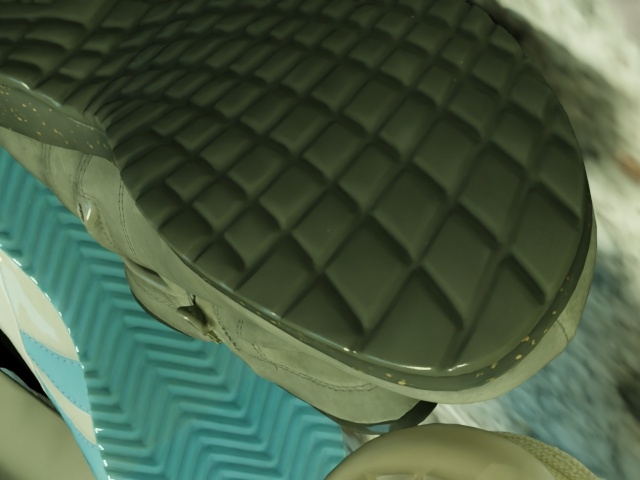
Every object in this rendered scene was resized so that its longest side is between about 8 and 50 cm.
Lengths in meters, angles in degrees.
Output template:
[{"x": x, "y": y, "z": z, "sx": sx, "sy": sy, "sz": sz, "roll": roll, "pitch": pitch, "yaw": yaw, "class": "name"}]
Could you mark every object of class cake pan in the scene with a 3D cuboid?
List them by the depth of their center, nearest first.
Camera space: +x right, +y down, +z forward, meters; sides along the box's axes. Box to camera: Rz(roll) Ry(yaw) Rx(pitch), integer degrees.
[{"x": -0.190, "y": 0.096, "z": 0.947, "sx": 0.293, "sy": 0.054, "sz": 0.293, "roll": 34, "pitch": 167, "yaw": 9, "class": "cake pan"}]

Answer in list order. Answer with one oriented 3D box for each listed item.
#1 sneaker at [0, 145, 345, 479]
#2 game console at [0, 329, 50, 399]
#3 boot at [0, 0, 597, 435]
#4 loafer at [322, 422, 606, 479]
[{"x": -0.067, "y": 0.029, "z": 0.637, "sx": 0.229, "sy": 0.087, "sz": 0.092, "roll": 59, "pitch": 167, "yaw": 2, "class": "sneaker"}, {"x": -0.228, "y": -0.100, "z": 0.813, "sx": 0.342, "sy": 0.060, "sz": 0.387, "roll": 22, "pitch": 146, "yaw": 45, "class": "game console"}, {"x": 0.000, "y": 0.000, "z": 0.469, "sx": 0.246, "sy": 0.083, "sz": 0.161, "roll": 30, "pitch": 163, "yaw": 45, "class": "boot"}, {"x": 0.049, "y": 0.156, "z": 0.451, "sx": 0.102, "sy": 0.092, "sz": 0.269, "roll": 14, "pitch": 120, "yaw": 34, "class": "loafer"}]
